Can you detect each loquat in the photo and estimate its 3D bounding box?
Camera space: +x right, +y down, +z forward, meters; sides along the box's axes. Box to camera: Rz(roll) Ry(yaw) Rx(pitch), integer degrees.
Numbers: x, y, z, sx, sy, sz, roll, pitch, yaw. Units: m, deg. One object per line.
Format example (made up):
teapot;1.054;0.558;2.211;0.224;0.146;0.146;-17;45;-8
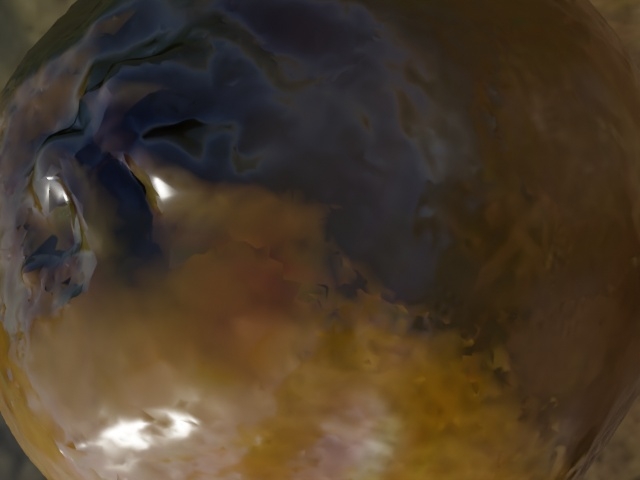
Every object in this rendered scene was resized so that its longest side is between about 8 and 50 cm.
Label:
loquat;0.000;0.000;0.774;0.328;0.328;0.328;7;104;30
